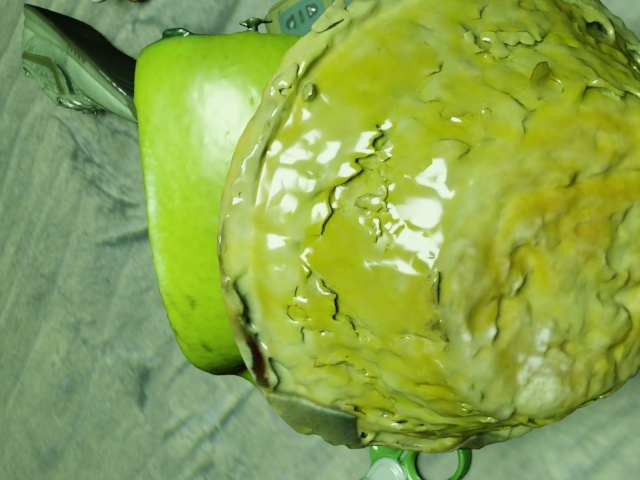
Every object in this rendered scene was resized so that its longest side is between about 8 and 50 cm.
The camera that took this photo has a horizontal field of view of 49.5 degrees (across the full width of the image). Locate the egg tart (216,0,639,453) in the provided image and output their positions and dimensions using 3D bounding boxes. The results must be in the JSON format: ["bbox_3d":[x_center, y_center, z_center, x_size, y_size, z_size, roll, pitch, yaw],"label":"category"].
[{"bbox_3d":[0.110,0.000,0.406,0.132,0.342,0.341,33,112,61],"label":"egg tart"}]

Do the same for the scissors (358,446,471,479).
[{"bbox_3d":[0.052,0.233,0.636,0.101,0.027,0.204,41,111,30],"label":"scissors"}]

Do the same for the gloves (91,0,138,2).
[{"bbox_3d":[-0.254,-0.390,0.815,0.140,0.131,0.218,-18,110,31],"label":"gloves"}]

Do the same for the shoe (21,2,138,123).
[{"bbox_3d":[-0.283,-0.197,0.840,0.275,0.103,0.098,39,113,36],"label":"shoe"}]

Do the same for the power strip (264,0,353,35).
[{"bbox_3d":[0.107,-0.233,0.570,0.388,0.066,0.092,-21,80,34],"label":"power strip"}]

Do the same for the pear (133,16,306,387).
[{"bbox_3d":[0.000,0.000,0.538,0.177,0.286,0.281,2,91,17],"label":"pear"}]
